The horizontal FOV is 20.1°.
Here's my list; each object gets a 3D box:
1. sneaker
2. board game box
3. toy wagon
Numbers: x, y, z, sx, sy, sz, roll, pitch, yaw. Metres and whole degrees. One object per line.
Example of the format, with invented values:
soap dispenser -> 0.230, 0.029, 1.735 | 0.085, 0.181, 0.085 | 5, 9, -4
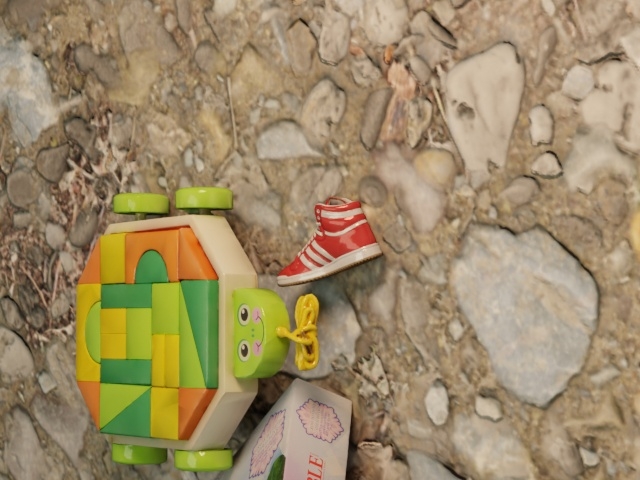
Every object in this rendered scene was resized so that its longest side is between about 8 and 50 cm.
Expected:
sneaker -> 0.000, 0.000, 1.636 | 0.118, 0.042, 0.067 | -21, 86, 38
board game box -> -0.084, 0.338, 1.633 | 0.319, 0.066, 0.318 | -53, 19, 36
toy wagon -> -0.126, 0.083, 1.711 | 0.344, 0.068, 0.267 | -4, 86, 54
